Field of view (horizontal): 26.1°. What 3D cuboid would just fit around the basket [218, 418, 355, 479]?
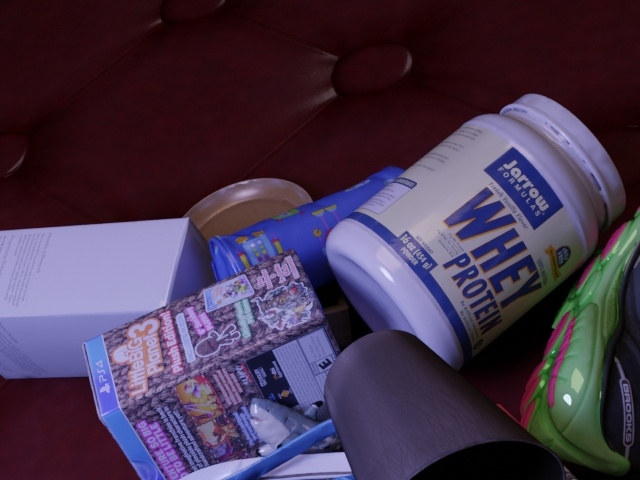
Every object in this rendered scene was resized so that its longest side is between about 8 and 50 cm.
[{"bbox_3d":[-0.019,0.337,1.487,0.254,0.201,0.289,-29,39,-6],"label":"basket"}]

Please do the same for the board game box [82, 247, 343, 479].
[{"bbox_3d":[-0.110,0.186,1.722,0.291,0.232,0.141,-24,40,-1],"label":"board game box"}]

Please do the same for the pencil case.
[{"bbox_3d":[0.000,0.000,1.840,0.306,0.119,0.133,-23,15,-21],"label":"pencil case"}]

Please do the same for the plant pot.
[{"bbox_3d":[-0.116,-0.002,2.079,0.236,0.032,0.236,-13,42,12],"label":"plant pot"}]

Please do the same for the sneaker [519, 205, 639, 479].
[{"bbox_3d":[0.391,0.115,1.645,0.202,0.185,0.483,34,48,2],"label":"sneaker"}]

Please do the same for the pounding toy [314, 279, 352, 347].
[{"bbox_3d":[-0.042,0.103,1.898,0.141,0.100,0.130,-14,41,-8],"label":"pounding toy"}]

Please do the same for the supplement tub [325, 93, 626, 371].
[{"bbox_3d":[0.195,-0.010,1.724,0.325,0.235,0.235,-38,43,-13],"label":"supplement tub"}]

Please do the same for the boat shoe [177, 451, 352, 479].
[{"bbox_3d":[-0.026,0.318,1.641,0.306,0.113,0.105,-4,65,3],"label":"boat shoe"}]

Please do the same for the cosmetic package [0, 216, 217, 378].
[{"bbox_3d":[-0.319,0.089,1.937,0.365,0.197,0.155,-4,57,20],"label":"cosmetic package"}]

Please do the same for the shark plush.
[{"bbox_3d":[-0.006,0.222,1.656,0.161,0.073,0.067,1,77,-13],"label":"shark plush"}]

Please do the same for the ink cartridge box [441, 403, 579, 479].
[{"bbox_3d":[0.240,0.315,1.467,0.100,0.172,0.237,-34,42,-10],"label":"ink cartridge box"}]

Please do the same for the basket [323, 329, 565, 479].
[{"bbox_3d":[0.102,0.202,1.409,0.204,0.154,0.227,-9,31,-22],"label":"basket"}]
